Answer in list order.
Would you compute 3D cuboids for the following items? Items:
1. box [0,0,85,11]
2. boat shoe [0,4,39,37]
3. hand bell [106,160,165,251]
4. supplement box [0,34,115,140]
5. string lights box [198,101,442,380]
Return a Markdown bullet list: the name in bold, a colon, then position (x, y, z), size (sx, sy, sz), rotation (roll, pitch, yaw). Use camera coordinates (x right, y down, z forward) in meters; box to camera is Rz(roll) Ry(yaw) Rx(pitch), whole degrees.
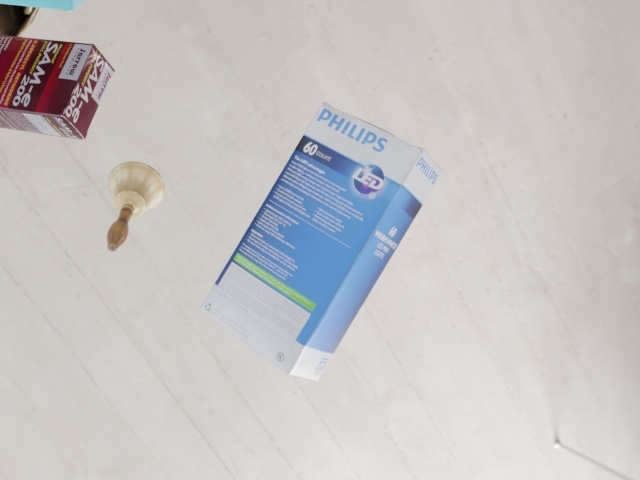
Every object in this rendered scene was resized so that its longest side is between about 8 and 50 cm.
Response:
- **box**: position (-0.399, -0.317, 0.913), size (0.245, 0.100, 0.060), rotation (5, 117, -5)
- **boat shoe**: position (-0.561, -0.454, 1.452), size (0.121, 0.110, 0.341), rotation (46, 50, -51)
- **hand bell**: position (-0.401, -0.053, 1.624), size (0.126, 0.242, 0.126), rotation (-1, 123, -1)
- **supplement box**: position (-0.450, -0.237, 1.195), size (0.073, 0.240, 0.130), rotation (60, 43, -63)
- **string lights box**: position (0.000, 0.000, 0.827), size (0.259, 0.133, 0.077), rotation (-59, 151, 0)
